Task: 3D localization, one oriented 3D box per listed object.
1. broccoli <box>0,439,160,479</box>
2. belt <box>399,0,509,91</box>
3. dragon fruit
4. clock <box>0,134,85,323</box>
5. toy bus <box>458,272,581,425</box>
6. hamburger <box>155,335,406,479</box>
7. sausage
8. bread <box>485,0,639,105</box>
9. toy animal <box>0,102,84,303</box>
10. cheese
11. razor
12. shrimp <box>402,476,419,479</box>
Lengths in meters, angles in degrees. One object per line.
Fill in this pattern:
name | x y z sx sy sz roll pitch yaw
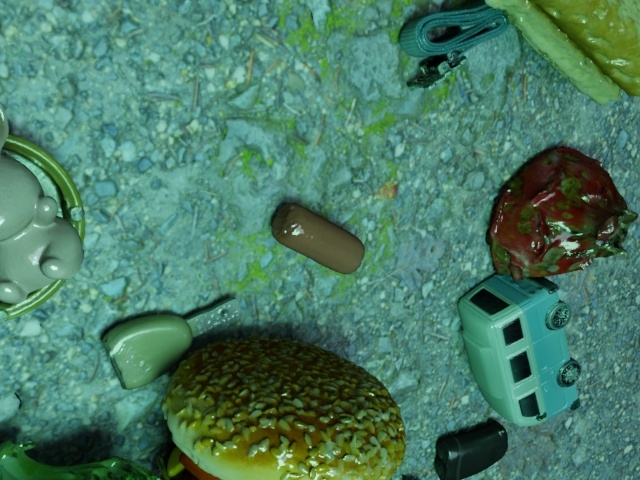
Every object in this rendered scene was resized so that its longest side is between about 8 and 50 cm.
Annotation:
broccoli | -0.328 0.351 0.931 0.245 0.294 0.265 42 96 -6
belt | 0.201 -0.289 1.113 0.179 0.065 0.100 -24 109 -21
dragon fruit | 0.412 -0.049 1.253 0.262 0.211 0.134 -47 132 -14
clock | -0.387 -0.016 0.867 0.237 0.057 0.237 -13 117 -27
toy bus | 0.343 0.195 1.343 0.164 0.133 0.272 -27 118 -14
hamburger | -0.053 0.278 1.026 0.329 0.330 0.250 -4 109 -30
sausage | 0.000 0.000 1.102 0.154 0.062 0.062 28 92 -35
bread | 0.372 -0.383 1.104 0.375 0.165 0.237 26 72 -36
toy animal | -0.337 -0.042 0.784 0.124 0.124 0.213 -36 120 -14
cheese | -0.195 0.128 1.048 0.192 0.037 0.097 -24 120 -21
razor | 0.281 0.391 1.427 0.148 0.054 0.090 -12 118 -26
shrimp | 0.163 0.527 1.415 0.152 0.046 0.219 -34 123 -20
